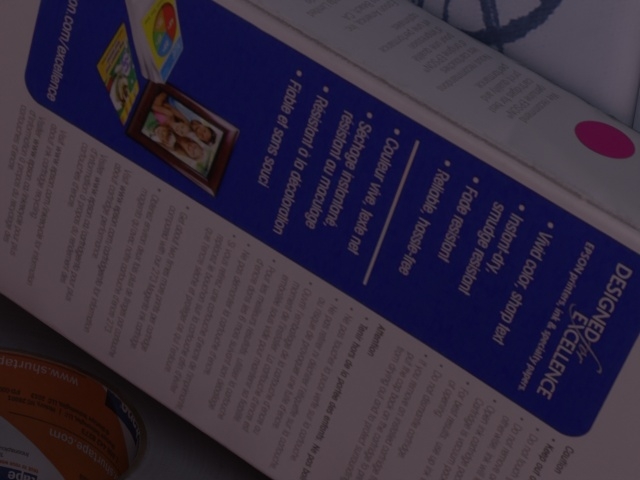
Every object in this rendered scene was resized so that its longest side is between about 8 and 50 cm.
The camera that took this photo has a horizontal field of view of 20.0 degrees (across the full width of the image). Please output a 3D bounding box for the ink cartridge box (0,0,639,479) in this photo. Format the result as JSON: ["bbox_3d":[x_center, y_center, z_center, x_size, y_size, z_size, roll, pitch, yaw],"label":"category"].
[{"bbox_3d":[0.000,0.000,0.635,0.371,0.069,0.175,34,129,18],"label":"ink cartridge box"}]

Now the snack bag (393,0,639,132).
[{"bbox_3d":[-0.033,-0.094,0.673,0.342,0.037,0.323,20,125,24],"label":"snack bag"}]

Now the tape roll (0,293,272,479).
[{"bbox_3d":[-0.132,0.101,0.723,0.219,0.219,0.072,19,115,9],"label":"tape roll"}]
